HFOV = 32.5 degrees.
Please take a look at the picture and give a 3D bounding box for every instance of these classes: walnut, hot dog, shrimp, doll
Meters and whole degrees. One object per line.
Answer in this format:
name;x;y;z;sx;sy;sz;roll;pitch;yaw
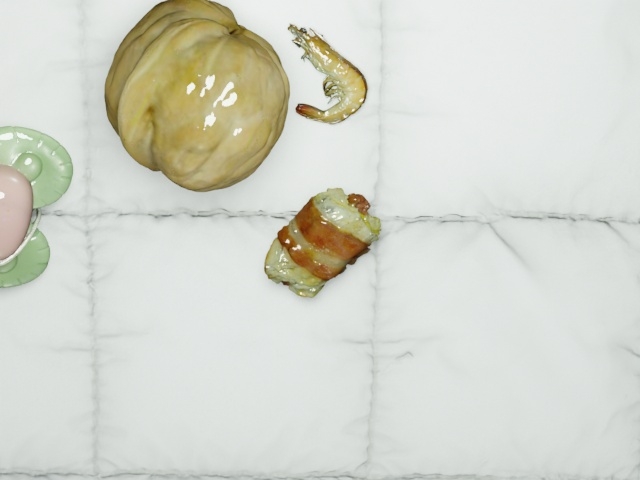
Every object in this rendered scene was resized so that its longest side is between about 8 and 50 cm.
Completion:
walnut;-0.193;-0.221;1.688;0.296;0.285;0.285;37;103;20
hot dog;0.000;0.000;1.836;0.213;0.103;0.146;-38;122;19
shrimp;-0.010;-0.266;1.800;0.178;0.034;0.124;39;108;-13
doll;-0.558;-0.067;1.794;0.269;0.216;0.284;14;108;-25
